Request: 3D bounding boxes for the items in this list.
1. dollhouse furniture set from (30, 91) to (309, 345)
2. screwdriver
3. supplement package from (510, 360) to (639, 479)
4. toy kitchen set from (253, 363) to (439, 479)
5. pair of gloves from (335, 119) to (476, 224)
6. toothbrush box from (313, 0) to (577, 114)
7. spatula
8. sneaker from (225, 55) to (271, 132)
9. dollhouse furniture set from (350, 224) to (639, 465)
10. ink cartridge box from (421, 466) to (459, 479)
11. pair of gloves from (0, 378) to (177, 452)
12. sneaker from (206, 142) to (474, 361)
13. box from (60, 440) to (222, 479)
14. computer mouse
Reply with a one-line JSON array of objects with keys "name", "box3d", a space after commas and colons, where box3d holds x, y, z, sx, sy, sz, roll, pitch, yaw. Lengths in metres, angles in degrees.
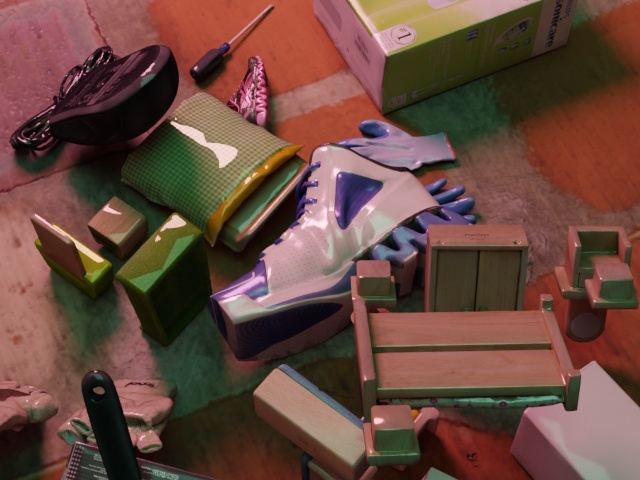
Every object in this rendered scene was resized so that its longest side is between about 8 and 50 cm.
[{"name": "dollhouse furniture set", "box3d": [-0.164, -0.064, 1.479, 0.198, 0.151, 0.301, 33, 68, 19]}, {"name": "screwdriver", "box3d": [-0.113, -0.267, 1.702, 0.024, 0.025, 0.170, 32, 63, 18]}, {"name": "supplement package", "box3d": [0.297, 0.235, 1.335, 0.105, 0.105, 0.179, -32, 64, -19]}, {"name": "toy kitchen set", "box3d": [0.034, 0.172, 1.309, 0.122, 0.207, 0.166, 34, 65, 18]}, {"name": "pair of gloves", "box3d": [0.098, -0.072, 1.580, 0.159, 0.023, 0.198, -9, 58, -7]}, {"name": "toothbrush box", "box3d": [0.159, -0.316, 1.680, 0.283, 0.122, 0.206, -21, 60, -15]}, {"name": "spatula", "box3d": [-0.159, 0.253, 1.120, 0.084, 0.030, 0.296, -14, 95, 5]}, {"name": "sneaker", "box3d": [-0.093, -0.185, 1.641, 0.057, 0.047, 0.119, -8, 56, 8]}, {"name": "dollhouse furniture set", "box3d": [0.184, 0.145, 1.270, 0.303, 0.173, 0.355, -1, 30, -1]}, {"name": "ink cartridge box", "box3d": [0.135, 0.287, 1.282, 0.181, 0.104, 0.061, 25, 60, 2]}, {"name": "pair of gloves", "box3d": [-0.272, 0.181, 1.330, 0.240, 0.204, 0.042, 0, 96, -4]}, {"name": "sneaker", "box3d": [0.001, -0.001, 1.469, 0.316, 0.127, 0.182, -24, 63, -19]}, {"name": "box", "box3d": [-0.095, 0.269, 1.239, 0.270, 0.216, 0.060, 13, 74, 7]}, {"name": "computer mouse", "box3d": [-0.246, -0.166, 1.549, 0.272, 0.072, 0.188, -1, 44, 54]}]
